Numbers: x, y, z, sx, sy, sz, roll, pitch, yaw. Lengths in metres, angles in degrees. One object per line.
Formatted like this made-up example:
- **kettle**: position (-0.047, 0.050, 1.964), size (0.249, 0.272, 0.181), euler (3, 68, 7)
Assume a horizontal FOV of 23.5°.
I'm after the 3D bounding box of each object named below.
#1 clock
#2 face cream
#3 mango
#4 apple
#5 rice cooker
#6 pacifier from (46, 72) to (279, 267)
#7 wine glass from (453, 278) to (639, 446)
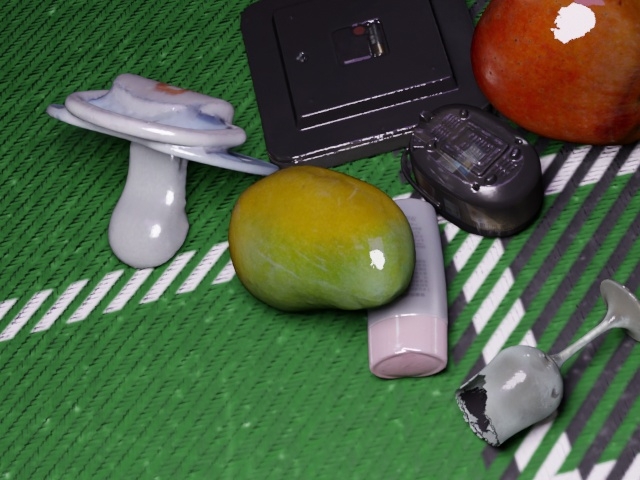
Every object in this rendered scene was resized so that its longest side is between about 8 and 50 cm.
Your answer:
- **clock**: position (0.050, -0.218, 1.822), size (0.273, 0.049, 0.279), euler (-16, 51, 2)
- **face cream**: position (0.091, 0.050, 1.605), size (0.084, 0.057, 0.198), euler (-7, 54, 12)
- **mango**: position (0.000, 0.000, 1.592), size (0.251, 0.114, 0.156), euler (8, 66, 51)
- **apple**: position (0.286, -0.216, 1.661), size (0.234, 0.234, 0.234), euler (-6, 52, 8)
- **rice cooker**: position (0.165, -0.077, 1.654), size (0.165, 0.106, 0.112), euler (36, 72, 21)
- **pacifier**: position (-0.193, -0.072, 1.714), size (0.279, 0.227, 0.207), euler (18, 99, 25)
- **wine glass**: position (0.227, 0.121, 1.504), size (0.195, 0.079, 0.079), euler (-34, 53, -14)
